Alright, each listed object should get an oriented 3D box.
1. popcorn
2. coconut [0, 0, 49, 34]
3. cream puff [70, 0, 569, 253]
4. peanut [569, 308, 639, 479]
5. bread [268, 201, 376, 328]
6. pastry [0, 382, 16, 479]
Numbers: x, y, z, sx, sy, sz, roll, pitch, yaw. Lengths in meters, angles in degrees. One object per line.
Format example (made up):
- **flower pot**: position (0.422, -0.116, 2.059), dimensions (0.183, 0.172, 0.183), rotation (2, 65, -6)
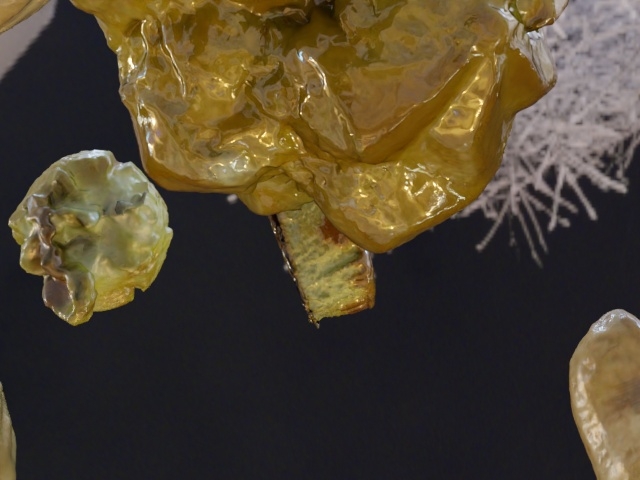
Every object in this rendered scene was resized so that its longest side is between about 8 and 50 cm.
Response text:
- **popcorn**: position (-0.269, 0.000, 1.279), dimensions (0.198, 0.198, 0.212), rotation (5, -141, 17)
- **coconut**: position (-0.165, -0.171, 0.409), dimensions (0.194, 0.194, 0.194), rotation (-6, -128, 8)
- **cream puff**: position (0.005, -0.179, 0.641), dimensions (0.270, 0.274, 0.323), rotation (-13, -127, 46)
- **peanut**: position (0.333, 0.195, 1.125), dimensions (0.122, 0.137, 0.253), rotation (-9, -119, -17)
- **bread**: position (0.000, 0.000, 0.912), dimensions (0.069, 0.128, 0.140), rotation (-19, -98, -2)
- **pastry**: position (-0.435, 0.185, 0.828), dimensions (0.389, 0.388, 0.312), rotation (0, -160, 13)
